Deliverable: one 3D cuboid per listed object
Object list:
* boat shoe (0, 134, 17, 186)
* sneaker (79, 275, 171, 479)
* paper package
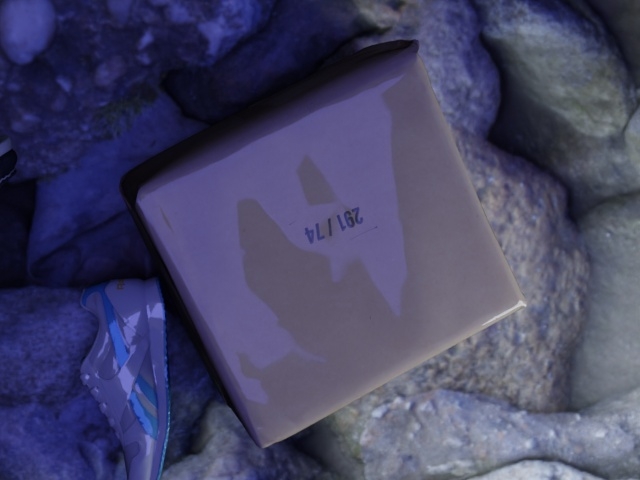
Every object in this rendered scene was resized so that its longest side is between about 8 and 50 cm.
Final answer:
[{"bbox_3d":[-0.424,0.024,1.315,0.340,0.127,0.113,-34,105,-6],"label":"boat shoe"},{"bbox_3d":[-0.203,0.153,1.415,0.092,0.087,0.228,-3,91,-7],"label":"sneaker"},{"bbox_3d":[0.000,0.000,1.398,0.325,0.168,0.309,-27,103,-10],"label":"paper package"}]
